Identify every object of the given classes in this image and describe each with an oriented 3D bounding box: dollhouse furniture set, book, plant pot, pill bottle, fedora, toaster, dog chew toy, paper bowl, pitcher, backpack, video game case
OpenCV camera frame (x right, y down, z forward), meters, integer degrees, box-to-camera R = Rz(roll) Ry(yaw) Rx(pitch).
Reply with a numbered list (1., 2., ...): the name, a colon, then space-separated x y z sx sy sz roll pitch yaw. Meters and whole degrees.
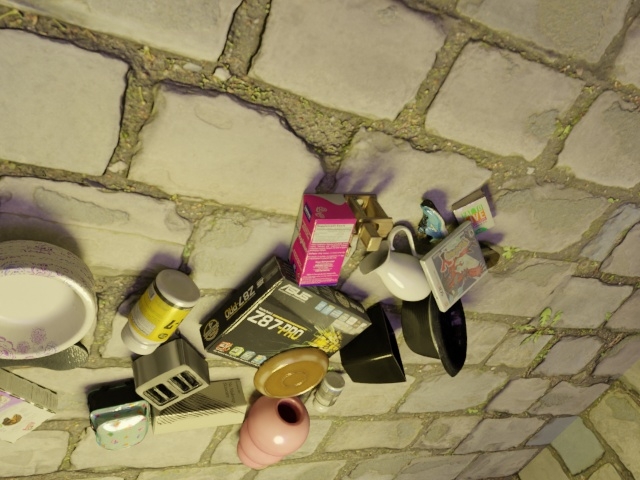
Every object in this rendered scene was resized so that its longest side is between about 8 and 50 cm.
1. dollhouse furniture set: 0.117 -0.002 1.429 0.101 0.182 0.160 -1 129 -23
2. book: 0.437 -0.070 1.618 0.096 0.035 0.144 -29 136 8
3. plant pot: -0.082 0.405 1.687 0.236 0.032 0.236 -12 136 -12
4. pill bottle: -0.404 0.181 1.411 0.119 0.119 0.208 24 118 -37
5. fedora: 0.342 0.262 1.751 0.153 0.334 0.334 -8 142 28
6. toaster: -0.418 0.368 1.578 0.168 0.110 0.185 -27 135 0
7. dog chew toy: -0.175 0.647 1.879 0.207 0.206 0.331 11 132 -31
8. plant pot: 0.152 0.344 1.765 0.167 0.188 0.187 -19 136 9
9. paper bowl: -0.642 0.116 1.228 0.284 0.148 0.284 -13 133 -14
10. pitcher: 0.238 0.068 1.601 0.207 0.125 0.177 33 97 -28
11. backpack: -0.572 0.515 1.621 0.166 0.144 0.188 -10 136 -23
12. pill bottle: 0.025 0.519 1.928 0.078 0.078 0.137 5 128 -27
13. video game case: 0.382 0.072 1.595 0.201 0.023 0.183 -38 118 -23

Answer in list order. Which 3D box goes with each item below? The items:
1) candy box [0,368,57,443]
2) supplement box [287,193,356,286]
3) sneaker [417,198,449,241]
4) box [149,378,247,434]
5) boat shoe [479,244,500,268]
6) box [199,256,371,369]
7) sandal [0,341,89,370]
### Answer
1. candy box: -0.830 0.438 1.487 0.165 0.070 0.196 -34 134 7
2. supplement box: 0.000 0.000 1.430 0.114 0.111 0.220 -1 129 -22
3. sneaker: 0.302 -0.045 1.557 0.073 0.063 0.162 -28 135 6
4. box: -0.373 0.504 1.719 0.275 0.113 0.094 -1 129 -24
5. boat shoe: 0.429 0.059 1.695 0.224 0.073 0.080 -10 126 -20
6. box: -0.092 0.243 1.617 0.318 0.097 0.395 -43 133 15
7. sandal: -0.713 0.271 1.411 0.255 0.054 0.097 6 120 -16
